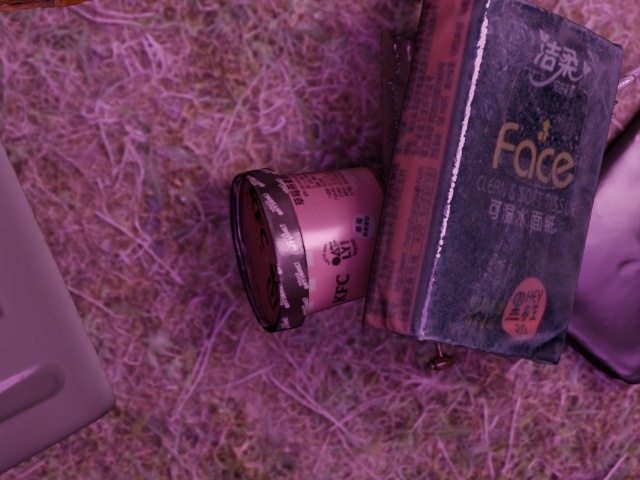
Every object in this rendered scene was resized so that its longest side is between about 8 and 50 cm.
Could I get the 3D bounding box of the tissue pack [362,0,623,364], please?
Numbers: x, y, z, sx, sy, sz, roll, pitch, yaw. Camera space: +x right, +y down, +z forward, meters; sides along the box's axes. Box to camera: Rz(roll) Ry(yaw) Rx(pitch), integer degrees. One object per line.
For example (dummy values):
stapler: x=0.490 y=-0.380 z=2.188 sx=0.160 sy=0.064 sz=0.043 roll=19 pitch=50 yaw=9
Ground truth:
tissue pack: x=0.155 y=-0.055 z=1.804 sx=0.228 sy=0.103 sz=0.315 roll=13 pitch=87 yaw=-50

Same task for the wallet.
wallet: x=0.361 y=-0.043 z=1.940 sx=0.197 sy=0.051 sz=0.377 roll=40 pitch=92 yaw=-12

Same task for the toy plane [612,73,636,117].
toy plane: x=0.267 y=-0.138 z=1.917 sx=0.084 sy=0.024 sz=0.078 roll=-33 pitch=104 yaw=-9

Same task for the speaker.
speaker: x=-0.333 y=0.016 z=1.725 sx=0.184 sy=0.183 sz=0.406 roll=-25 pitch=123 yaw=-9

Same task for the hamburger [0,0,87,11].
hamburger: x=-0.391 y=-0.330 z=1.631 sx=0.445 sy=0.287 sz=0.268 roll=15 pitch=64 yaw=-49

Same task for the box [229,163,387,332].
box: x=0.000 y=0.000 z=1.842 sx=0.135 sy=0.151 sz=0.151 roll=-11 pitch=103 yaw=-18

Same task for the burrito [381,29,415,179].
burrito: x=0.094 y=-0.085 z=1.879 sx=0.087 sy=0.060 sz=0.226 roll=1 pitch=100 yaw=-9

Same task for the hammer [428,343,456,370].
hammer: x=0.106 y=0.068 z=1.938 sx=0.029 sy=0.014 sz=0.123 roll=-17 pitch=101 yaw=-15
